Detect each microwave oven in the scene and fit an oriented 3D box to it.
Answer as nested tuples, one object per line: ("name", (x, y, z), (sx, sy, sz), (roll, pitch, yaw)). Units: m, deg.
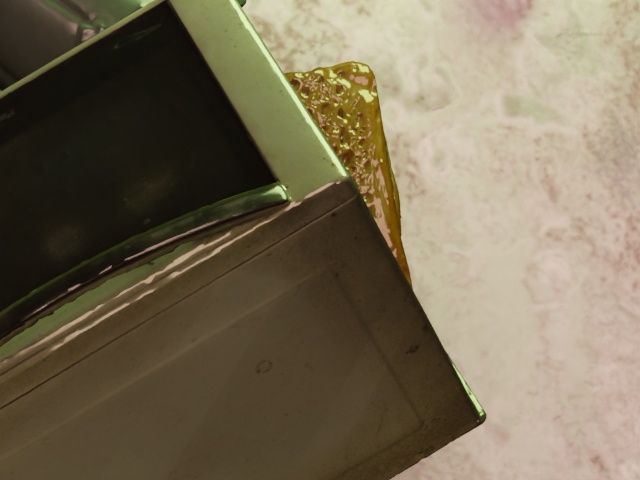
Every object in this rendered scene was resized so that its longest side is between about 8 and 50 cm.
("microwave oven", (-0.150, 0.063, 1.214), (0.394, 0.333, 0.247), (-31, 47, 0))

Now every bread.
("bread", (0.000, 0.000, 1.426), (0.139, 0.077, 0.271), (-12, 82, -5))

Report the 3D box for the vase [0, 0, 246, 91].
("vase", (-0.233, -0.182, 1.321), (0.301, 0.156, 0.251), (35, 56, 0))
